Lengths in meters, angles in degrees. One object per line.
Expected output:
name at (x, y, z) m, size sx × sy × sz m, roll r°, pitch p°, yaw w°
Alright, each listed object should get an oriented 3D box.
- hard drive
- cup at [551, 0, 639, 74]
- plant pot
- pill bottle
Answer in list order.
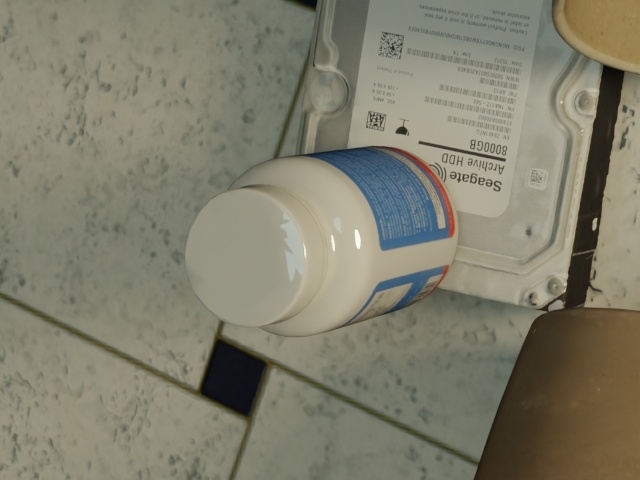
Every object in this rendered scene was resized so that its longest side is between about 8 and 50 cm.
hard drive at (0.106, -0.133, 1.446) m, size 0.236 × 0.064 × 0.339 m, roll 13°, pitch 101°, yaw 25°
cup at (0.303, -0.260, 1.219) m, size 0.331 × 0.331 × 0.237 m, roll -8°, pitch 75°, yaw 26°
plant pot at (0.209, 0.172, 1.343) m, size 0.263 × 0.263 × 0.229 m, roll 3°, pitch 77°, yaw 26°
pill bottle at (0.000, 0.000, 1.350) m, size 0.124 × 0.221 × 0.124 m, roll 2°, pitch 96°, yaw 26°
